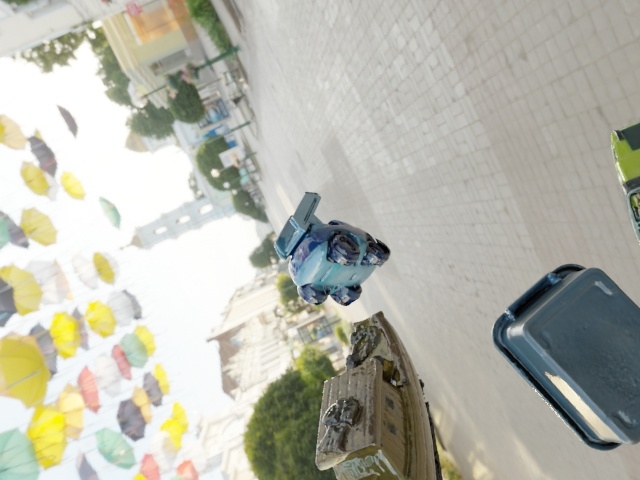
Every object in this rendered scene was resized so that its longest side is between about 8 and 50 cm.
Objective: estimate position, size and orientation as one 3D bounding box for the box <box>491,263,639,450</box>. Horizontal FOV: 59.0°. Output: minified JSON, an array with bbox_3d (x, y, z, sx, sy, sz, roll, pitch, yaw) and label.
[{"bbox_3d":[0.154,0.064,0.317,0.099,0.074,0.054,49,180,15],"label":"box"}]

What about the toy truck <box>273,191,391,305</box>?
[{"bbox_3d":[0.000,0.000,0.419,0.073,0.056,0.090,8,-144,-47],"label":"toy truck"}]

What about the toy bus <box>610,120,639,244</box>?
[{"bbox_3d":[0.480,-0.101,0.651,0.128,0.262,0.150,50,-150,-35],"label":"toy bus"}]

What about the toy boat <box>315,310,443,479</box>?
[{"bbox_3d":[0.053,0.189,0.557,0.121,0.089,0.321,48,-155,-25],"label":"toy boat"}]
